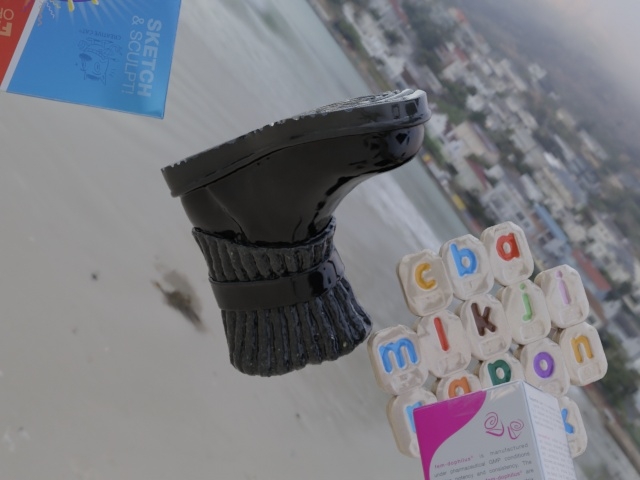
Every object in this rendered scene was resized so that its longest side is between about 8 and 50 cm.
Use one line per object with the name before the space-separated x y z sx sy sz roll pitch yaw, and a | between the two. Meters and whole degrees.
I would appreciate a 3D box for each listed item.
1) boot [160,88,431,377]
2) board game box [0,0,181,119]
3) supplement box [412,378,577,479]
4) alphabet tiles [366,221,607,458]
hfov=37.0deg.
boot | 0.002 -0.001 0.994 0.131 0.347 0.260 -28 100 -46
board game box | -0.238 -0.288 0.885 0.242 0.317 0.064 8 7 -10
supplement box | 0.170 0.249 0.850 0.114 0.111 0.220 28 48 -55
alphabet tiles | 0.192 0.131 1.071 0.021 0.284 0.278 -19 -92 67
